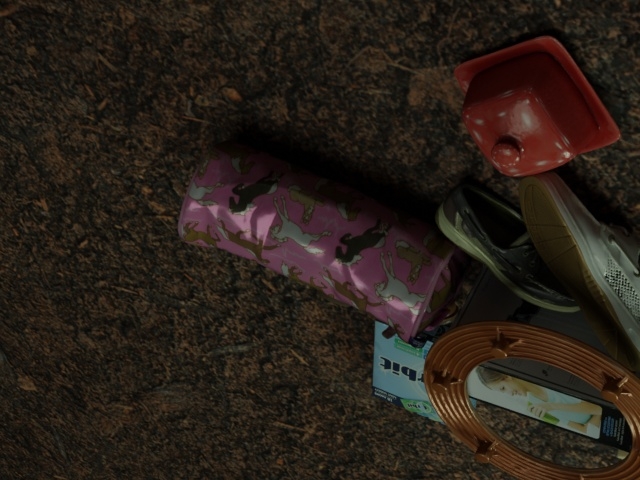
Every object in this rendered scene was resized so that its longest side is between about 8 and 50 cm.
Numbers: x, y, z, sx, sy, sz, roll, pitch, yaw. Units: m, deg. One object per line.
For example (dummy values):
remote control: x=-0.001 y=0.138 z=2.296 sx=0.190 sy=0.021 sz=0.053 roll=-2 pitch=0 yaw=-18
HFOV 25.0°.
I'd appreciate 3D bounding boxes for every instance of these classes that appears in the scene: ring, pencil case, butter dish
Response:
ring: x=0.279 y=0.224 z=1.792 sx=0.336 sy=0.032 sz=0.336 roll=20 pitch=144 yaw=15
pencil case: x=0.000 y=0.000 z=1.922 sx=0.386 sy=0.160 sz=0.167 roll=26 pitch=99 yaw=14
butter dish: x=0.229 y=-0.129 z=1.638 sx=0.160 sy=0.118 sz=0.160 roll=-14 pitch=123 yaw=46

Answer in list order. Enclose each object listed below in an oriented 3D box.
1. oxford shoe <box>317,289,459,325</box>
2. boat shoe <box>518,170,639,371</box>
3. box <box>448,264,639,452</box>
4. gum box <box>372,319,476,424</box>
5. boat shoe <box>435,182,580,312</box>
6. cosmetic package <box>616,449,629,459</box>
oxford shoe: x=0.093 y=0.064 z=2.002 sx=0.212 sy=0.076 sz=0.076 roll=16 pitch=123 yaw=19
boat shoe: x=0.341 y=0.023 z=1.752 sx=0.277 sy=0.096 sz=0.098 roll=58 pitch=163 yaw=-9
box: x=0.315 y=0.148 z=1.846 sx=0.290 sy=0.169 sz=0.087 roll=17 pitch=143 yaw=19
gum box: x=0.155 y=0.189 z=2.114 sx=0.157 sy=0.041 sz=0.184 roll=20 pitch=140 yaw=18
boat shoe: x=0.248 y=0.008 z=1.811 sx=0.223 sy=0.080 sz=0.073 roll=35 pitch=149 yaw=6
cosmetic package: x=0.468 y=0.292 z=1.971 sx=0.115 sy=0.060 sz=0.041 roll=18 pitch=99 yaw=22
